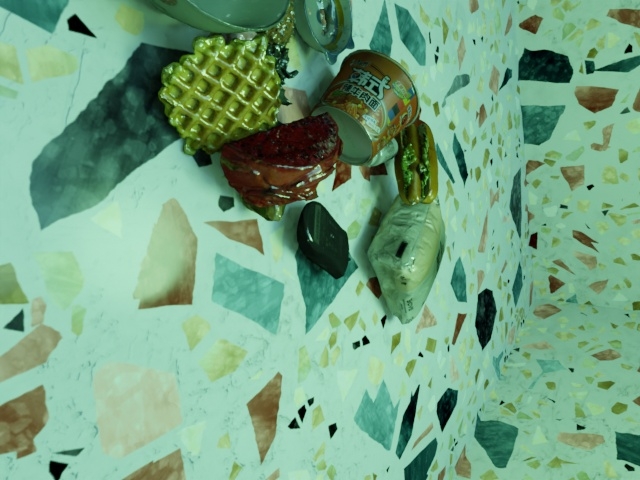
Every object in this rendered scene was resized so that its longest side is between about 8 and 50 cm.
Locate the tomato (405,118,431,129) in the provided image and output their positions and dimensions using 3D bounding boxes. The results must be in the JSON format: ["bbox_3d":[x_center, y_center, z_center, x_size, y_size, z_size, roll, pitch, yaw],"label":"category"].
[{"bbox_3d":[0.349,-0.340,1.602,0.174,0.082,0.167,-44,127,-43],"label":"tomato"}]

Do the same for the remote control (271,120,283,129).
[{"bbox_3d":[-0.142,-0.261,1.015,0.222,0.042,0.072,18,81,-51],"label":"remote control"}]

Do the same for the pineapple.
[{"bbox_3d":[-0.107,-0.408,1.003,0.119,0.111,0.238,-11,109,-25],"label":"pineapple"}]

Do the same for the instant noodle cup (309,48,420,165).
[{"bbox_3d":[0.101,-0.330,1.179,0.192,0.250,0.250,-52,132,-22],"label":"instant noodle cup"}]

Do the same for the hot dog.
[{"bbox_3d":[0.297,-0.243,1.416,0.100,0.135,0.338,79,13,-55],"label":"hot dog"}]

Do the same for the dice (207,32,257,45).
[{"bbox_3d":[-0.174,-0.375,0.924,0.093,0.091,0.094,-7,100,-51],"label":"dice"}]

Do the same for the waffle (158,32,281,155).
[{"bbox_3d":[-0.185,-0.274,0.875,0.237,0.059,0.244,-23,138,-20],"label":"waffle"}]

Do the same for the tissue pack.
[{"bbox_3d":[0.301,0.039,1.505,0.390,0.194,0.376,-65,149,-24],"label":"tissue pack"}]

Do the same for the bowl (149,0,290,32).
[{"bbox_3d":[-0.222,-0.486,0.777,0.337,0.157,0.338,16,68,-43],"label":"bowl"}]

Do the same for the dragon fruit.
[{"bbox_3d":[-0.059,-0.131,0.989,0.316,0.152,0.205,-33,155,-40],"label":"dragon fruit"}]

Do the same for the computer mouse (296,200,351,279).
[{"bbox_3d":[0.000,0.000,1.188,0.264,0.088,0.147,43,44,-44],"label":"computer mouse"}]

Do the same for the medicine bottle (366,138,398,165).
[{"bbox_3d":[0.170,-0.270,1.382,0.140,0.079,0.079,-30,116,-46],"label":"medicine bottle"}]

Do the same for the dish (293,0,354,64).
[{"bbox_3d":[-0.003,-0.556,1.130,0.227,0.086,0.237,21,77,-52],"label":"dish"}]
